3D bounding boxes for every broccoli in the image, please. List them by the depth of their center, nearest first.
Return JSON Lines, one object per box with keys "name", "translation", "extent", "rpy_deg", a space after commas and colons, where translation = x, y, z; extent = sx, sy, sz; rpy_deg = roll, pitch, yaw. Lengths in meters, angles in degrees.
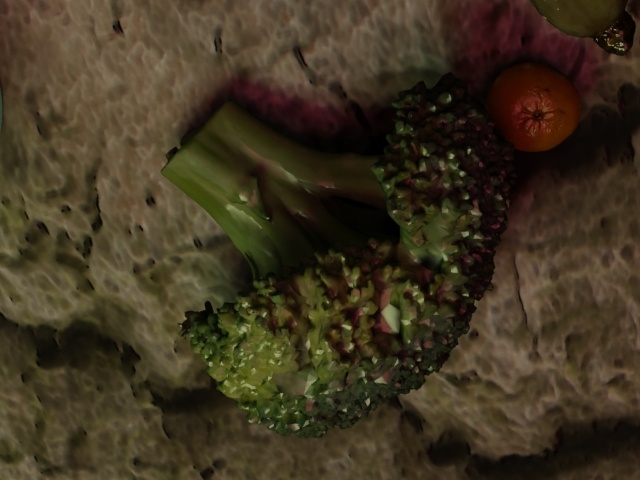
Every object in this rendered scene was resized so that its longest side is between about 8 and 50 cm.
{"name": "broccoli", "translation": [0.009, 0.018, 1.513], "extent": [0.302, 0.249, 0.375], "rpy_deg": [28, 123, -21]}

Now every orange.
{"name": "orange", "translation": [0.187, -0.116, 1.537], "extent": [0.083, 0.070, 0.083], "rpy_deg": [0, 118, 0]}

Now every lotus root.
{"name": "lotus root", "translation": [0.208, -0.234, 1.456], "extent": [0.090, 0.077, 0.183], "rpy_deg": [-24, 118, 21]}

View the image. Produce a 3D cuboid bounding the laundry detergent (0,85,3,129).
{"name": "laundry detergent", "translation": [-0.419, -0.048, 1.422], "extent": [0.287, 0.305, 0.287], "rpy_deg": [-1, 123, -1]}
